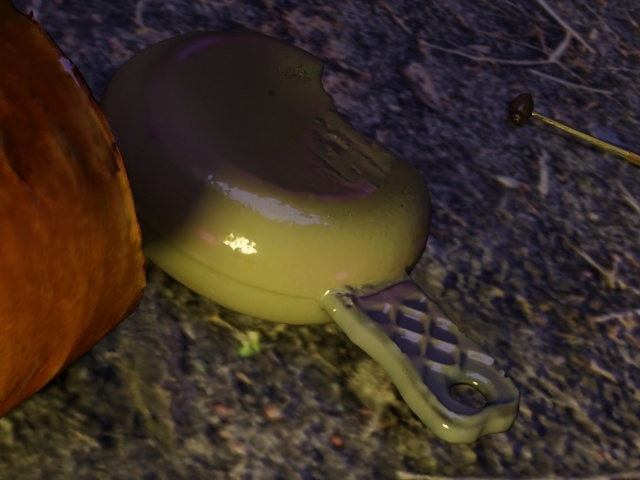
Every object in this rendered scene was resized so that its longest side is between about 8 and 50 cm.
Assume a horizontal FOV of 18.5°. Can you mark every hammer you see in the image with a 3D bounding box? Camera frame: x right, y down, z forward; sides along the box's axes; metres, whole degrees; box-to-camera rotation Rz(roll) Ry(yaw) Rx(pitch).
[{"bbox_3d":[0.174,-0.060,1.216,0.123,0.014,0.029,24,45,2],"label":"hammer"}]

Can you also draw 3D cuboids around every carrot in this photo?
[{"bbox_3d":[-0.205,0.009,0.792,0.331,0.214,0.193,-31,93,-43],"label":"carrot"}]

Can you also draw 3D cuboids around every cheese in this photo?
[{"bbox_3d":[0.000,0.000,1.005,0.163,0.082,0.286,-18,52,-39],"label":"cheese"}]
